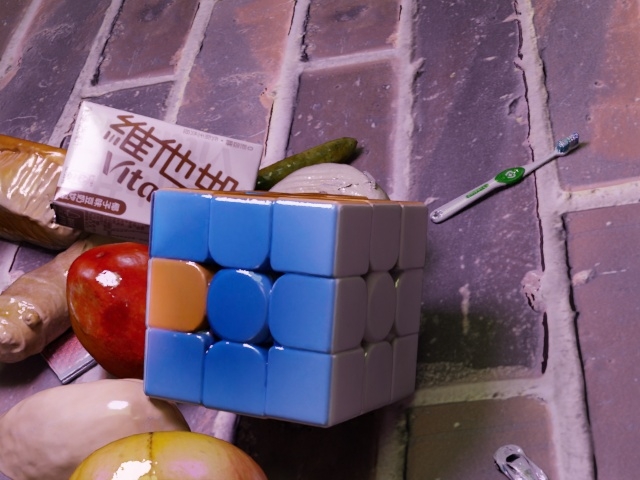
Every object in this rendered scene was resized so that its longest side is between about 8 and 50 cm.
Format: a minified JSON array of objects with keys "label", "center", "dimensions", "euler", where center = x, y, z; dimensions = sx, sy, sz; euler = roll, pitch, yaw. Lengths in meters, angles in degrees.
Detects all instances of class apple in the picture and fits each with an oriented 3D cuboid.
[{"label":"apple","center":[-0.187,0.367,1.419],"dimensions":[0.286,0.286,0.233],"euler":[-13,60,7]}]

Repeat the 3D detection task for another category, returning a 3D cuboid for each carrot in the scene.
[{"label":"carrot","center":[-0.082,-0.105,2.093],"dimensions":[0.359,0.074,0.074],"euler":[-30,40,-16]}]

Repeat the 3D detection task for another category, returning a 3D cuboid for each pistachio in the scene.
[{"label":"pistachio","center":[-0.317,0.292,1.628],"dimensions":[0.299,0.187,0.187],"euler":[-13,38,18]}]

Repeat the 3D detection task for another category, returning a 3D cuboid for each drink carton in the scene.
[{"label":"drink carton","center":[-0.277,-0.095,1.951],"dimensions":[0.325,0.132,0.194],"euler":[14,72,-6]}]

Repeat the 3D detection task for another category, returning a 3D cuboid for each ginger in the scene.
[{"label":"ginger","center":[-0.446,0.095,1.950],"dimensions":[0.354,0.126,0.190],"euler":[-34,7,-29]}]

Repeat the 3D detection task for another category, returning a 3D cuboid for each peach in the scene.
[{"label":"peach","center":[-0.286,0.108,1.789],"dimensions":[0.199,0.243,0.243],"euler":[-44,44,-8]}]

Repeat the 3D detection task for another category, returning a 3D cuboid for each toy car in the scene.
[{"label":"toy car","center":[0.262,0.300,1.518],"dimensions":[0.041,0.025,0.093],"euler":[-29,40,-15]}]

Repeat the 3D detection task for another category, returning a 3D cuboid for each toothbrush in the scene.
[{"label":"toothbrush","center":[0.319,-0.105,1.978],"dimensions":[0.304,0.030,0.030],"euler":[-29,40,-9]}]

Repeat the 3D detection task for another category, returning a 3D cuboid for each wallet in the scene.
[{"label":"wallet","center":[-0.370,0.158,1.932],"dimensions":[0.196,0.020,0.103],"euler":[-35,41,-19]}]

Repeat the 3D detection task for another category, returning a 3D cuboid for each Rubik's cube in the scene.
[{"label":"Rubik's cube","center":[-0.044,0.078,1.595],"dimensions":[0.292,0.290,0.291],"euler":[4,4,28]}]

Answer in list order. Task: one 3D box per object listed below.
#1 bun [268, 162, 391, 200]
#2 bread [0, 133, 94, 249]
[{"label":"bun","center":[0.002,0.003,1.864],"dimensions":[0.273,0.168,0.273],"euler":[-18,44,18]},{"label":"bread","center":[-0.558,-0.104,2.167],"dimensions":[0.389,0.236,0.183],"euler":[19,67,26]}]
